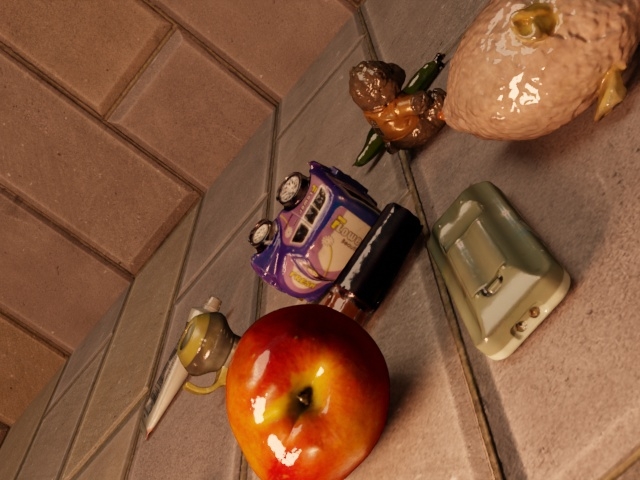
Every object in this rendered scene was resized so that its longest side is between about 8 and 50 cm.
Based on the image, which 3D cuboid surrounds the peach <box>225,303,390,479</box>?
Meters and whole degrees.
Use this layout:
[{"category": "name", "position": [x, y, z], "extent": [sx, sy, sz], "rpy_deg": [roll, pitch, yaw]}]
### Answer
[{"category": "peach", "position": [-0.015, 0.194, 1.151], "extent": [0.243, 0.199, 0.244], "rpy_deg": [0, -90, -89]}]

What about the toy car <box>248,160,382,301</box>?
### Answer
[{"category": "toy car", "position": [0.000, 0.000, 1.602], "extent": [0.235, 0.172, 0.158], "rpy_deg": [-56, 30, 6]}]

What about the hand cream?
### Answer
[{"category": "hand cream", "position": [-0.309, 0.277, 2.087], "extent": [0.341, 0.077, 0.124], "rpy_deg": [-63, 17, -5]}]

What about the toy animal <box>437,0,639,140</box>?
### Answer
[{"category": "toy animal", "position": [0.284, -0.242, 1.242], "extent": [0.358, 0.188, 0.226], "rpy_deg": [-40, 16, 40]}]

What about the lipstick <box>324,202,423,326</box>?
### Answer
[{"category": "lipstick", "position": [0.021, 0.131, 1.398], "extent": [0.418, 0.077, 0.077], "rpy_deg": [-58, 16, -11]}]

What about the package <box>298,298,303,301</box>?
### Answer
[{"category": "package", "position": [-0.023, 0.039, 1.734], "extent": [0.131, 0.071, 0.047], "rpy_deg": [-53, 21, 5]}]

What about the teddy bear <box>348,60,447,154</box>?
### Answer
[{"category": "teddy bear", "position": [0.129, -0.248, 1.700], "extent": [0.140, 0.190, 0.177], "rpy_deg": [-48, 20, -8]}]

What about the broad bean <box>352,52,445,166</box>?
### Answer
[{"category": "broad bean", "position": [0.157, -0.264, 1.924], "extent": [0.297, 0.043, 0.060], "rpy_deg": [-54, 25, -7]}]

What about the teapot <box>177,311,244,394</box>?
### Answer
[{"category": "teapot", "position": [-0.205, 0.218, 1.783], "extent": [0.130, 0.119, 0.166], "rpy_deg": [-41, 27, 52]}]

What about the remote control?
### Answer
[{"category": "remote control", "position": [0.200, 0.020, 1.141], "extent": [0.128, 0.065, 0.335], "rpy_deg": [-52, 15, 14]}]
